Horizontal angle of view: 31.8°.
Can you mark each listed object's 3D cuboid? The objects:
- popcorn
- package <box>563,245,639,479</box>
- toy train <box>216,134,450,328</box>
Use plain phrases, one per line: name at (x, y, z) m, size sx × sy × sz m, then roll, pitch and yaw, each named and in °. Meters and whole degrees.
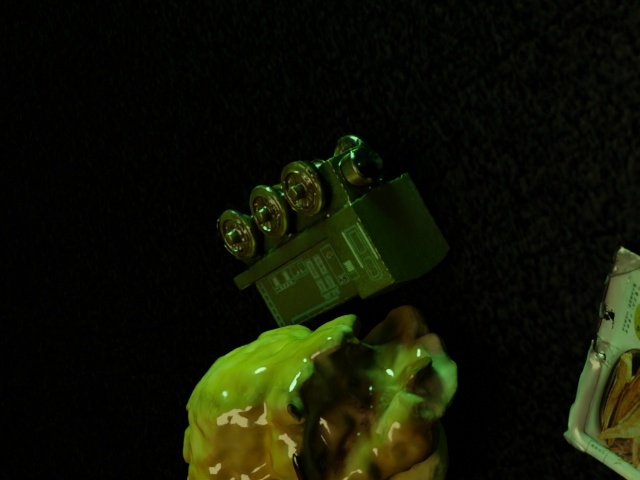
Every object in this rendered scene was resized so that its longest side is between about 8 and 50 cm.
popcorn at (0.006, 0.161, 0.957) m, size 0.253 × 0.191 × 0.190 m, roll -19°, pitch 101°, yaw 41°
package at (0.253, 0.112, 0.776) m, size 0.173 × 0.027 × 0.171 m, roll 34°, pitch 125°, yaw 43°
toy train at (0.000, 0.000, 0.992) m, size 0.225 × 0.090 × 0.137 m, roll -32°, pitch 87°, yaw 53°
